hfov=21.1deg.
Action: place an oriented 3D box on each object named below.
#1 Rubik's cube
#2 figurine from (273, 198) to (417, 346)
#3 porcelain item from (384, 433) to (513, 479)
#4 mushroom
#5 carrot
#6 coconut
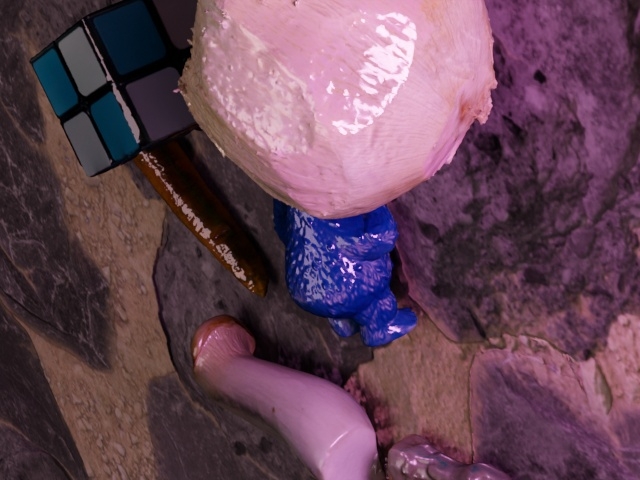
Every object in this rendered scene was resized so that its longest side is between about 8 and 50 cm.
[{"bbox_3d":[-0.210,-0.194,2.041,0.183,0.180,0.167,-24,93,60],"label":"Rubik's cube"},{"bbox_3d":[0.008,0.004,1.927,0.164,0.121,0.262,-15,111,48],"label":"figurine"},{"bbox_3d":[0.175,0.291,1.982,0.216,0.069,0.081,15,121,43],"label":"porcelain item"},{"bbox_3d":[-0.048,0.219,2.179,0.329,0.122,0.159,35,130,37],"label":"mushroom"},{"bbox_3d":[-0.162,-0.052,2.195,0.314,0.066,0.066,52,147,10],"label":"carrot"},{"bbox_3d":[0.027,-0.163,1.638,0.254,0.297,0.297,41,143,14],"label":"coconut"}]
